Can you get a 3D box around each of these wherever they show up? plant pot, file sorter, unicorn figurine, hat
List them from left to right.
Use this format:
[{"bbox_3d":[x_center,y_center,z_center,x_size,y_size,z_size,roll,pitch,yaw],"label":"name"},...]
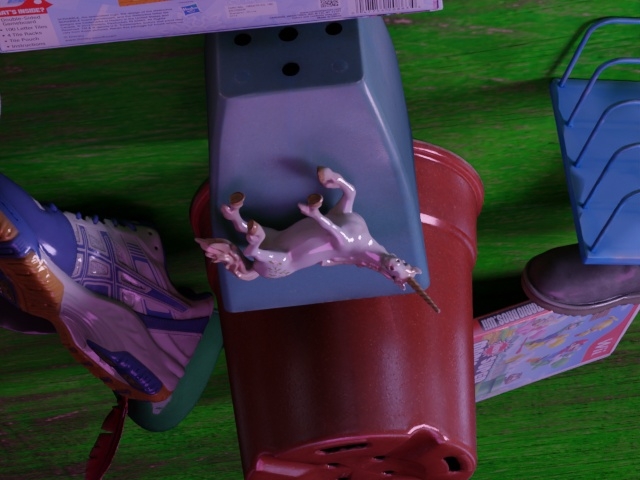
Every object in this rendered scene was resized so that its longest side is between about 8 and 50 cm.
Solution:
[{"bbox_3d":[-0.161,0.182,1.807,0.173,0.184,0.208,3,159,-22],"label":"hat"},{"bbox_3d":[-0.013,-0.083,1.361,0.165,0.165,0.234,-7,146,3],"label":"plant pot"},{"bbox_3d":[0.000,0.000,1.305,0.162,0.060,0.111,-3,144,24],"label":"unicorn figurine"},{"bbox_3d":[0.024,0.087,1.580,0.272,0.265,0.272,-4,154,-2],"label":"plant pot"},{"bbox_3d":[0.263,-0.079,1.401,0.118,0.170,0.104,1,149,-13],"label":"file sorter"}]

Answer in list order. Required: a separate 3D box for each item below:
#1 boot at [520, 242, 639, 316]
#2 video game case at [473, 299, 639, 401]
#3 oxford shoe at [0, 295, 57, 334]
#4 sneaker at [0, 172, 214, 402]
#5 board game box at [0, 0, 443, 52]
[{"bbox_3d":[0.287,-0.024,1.571,0.189,0.076,0.208,-7,147,-17],"label":"boot"},{"bbox_3d":[0.194,0.113,1.835,0.285,0.025,0.204,-18,156,-15],"label":"video game case"},{"bbox_3d":[-0.255,0.051,1.684,0.212,0.076,0.076,13,180,-20],"label":"oxford shoe"},{"bbox_3d":[-0.214,0.015,1.595,0.112,0.131,0.296,8,148,47],"label":"sneaker"},{"bbox_3d":[-0.083,-0.242,1.126,0.318,0.066,0.318,-5,154,1],"label":"board game box"}]
